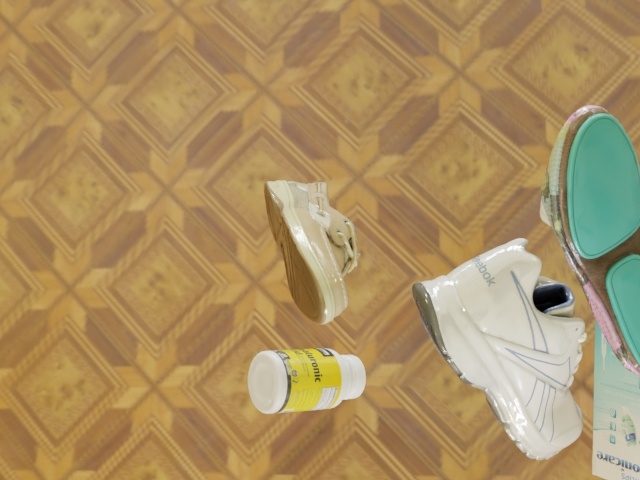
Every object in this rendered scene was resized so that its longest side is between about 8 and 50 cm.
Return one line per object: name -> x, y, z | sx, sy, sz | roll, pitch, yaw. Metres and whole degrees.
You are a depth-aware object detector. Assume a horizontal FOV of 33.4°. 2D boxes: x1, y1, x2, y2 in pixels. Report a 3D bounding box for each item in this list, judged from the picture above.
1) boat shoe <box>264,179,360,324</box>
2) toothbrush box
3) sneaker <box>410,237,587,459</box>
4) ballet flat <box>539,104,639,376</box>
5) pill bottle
boat shoe -> 0.000, 0.000, 1.324 | 0.098, 0.302, 0.109 | -9, 116, -8
toothbrush box -> 0.520, 0.203, 1.560 | 0.126, 0.216, 0.296 | 11, 101, 61
sneaker -> 0.202, 0.111, 1.016 | 0.129, 0.297, 0.111 | -34, 46, 8
ballet flat -> 0.207, 0.002, 0.790 | 0.076, 0.079, 0.222 | -30, 112, -11
pill bottle -> -0.012, 0.146, 1.116 | 0.065, 0.116, 0.065 | -4, 85, 53
